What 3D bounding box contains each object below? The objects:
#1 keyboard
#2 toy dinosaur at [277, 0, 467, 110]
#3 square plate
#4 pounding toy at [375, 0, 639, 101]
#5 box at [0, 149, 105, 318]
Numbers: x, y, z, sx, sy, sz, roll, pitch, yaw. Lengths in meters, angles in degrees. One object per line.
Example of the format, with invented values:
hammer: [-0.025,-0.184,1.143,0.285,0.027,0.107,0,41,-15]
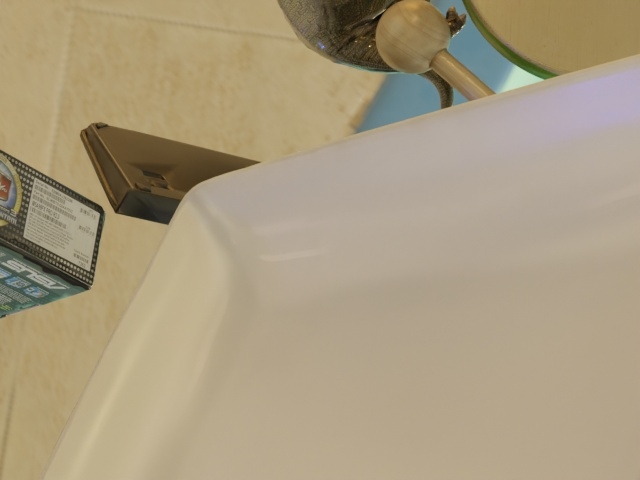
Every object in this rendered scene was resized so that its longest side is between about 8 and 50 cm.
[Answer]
keyboard: [0.000,0.000,1.173,0.317,0.201,0.033,12,112,-30]
toy dinosaur: [0.018,-0.212,1.381,0.160,0.121,0.313,-11,77,-22]
square plate: [-0.005,0.106,0.556,0.049,0.344,0.347,37,63,-27]
pounding toy: [0.160,-0.159,1.248,0.183,0.110,0.237,40,67,6]
box: [-0.303,-0.023,1.045,0.270,0.216,0.060,31,54,-40]
